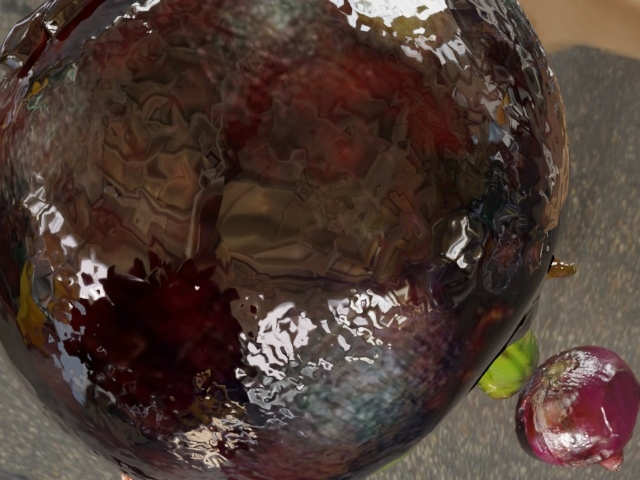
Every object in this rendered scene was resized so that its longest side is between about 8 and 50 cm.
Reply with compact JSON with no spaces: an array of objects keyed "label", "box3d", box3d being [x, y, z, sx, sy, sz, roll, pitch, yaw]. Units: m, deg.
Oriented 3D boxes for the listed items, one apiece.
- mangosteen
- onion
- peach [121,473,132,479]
[{"label":"mangosteen","box3d":[0.000,0.000,0.620,0.359,0.306,0.306,42,75,-17]},{"label":"onion","box3d":[0.406,0.272,1.825,0.195,0.139,0.218,-47,113,-29]},{"label":"peach","box3d":[-0.078,0.240,1.125,0.279,0.068,0.189,44,67,-8]}]
